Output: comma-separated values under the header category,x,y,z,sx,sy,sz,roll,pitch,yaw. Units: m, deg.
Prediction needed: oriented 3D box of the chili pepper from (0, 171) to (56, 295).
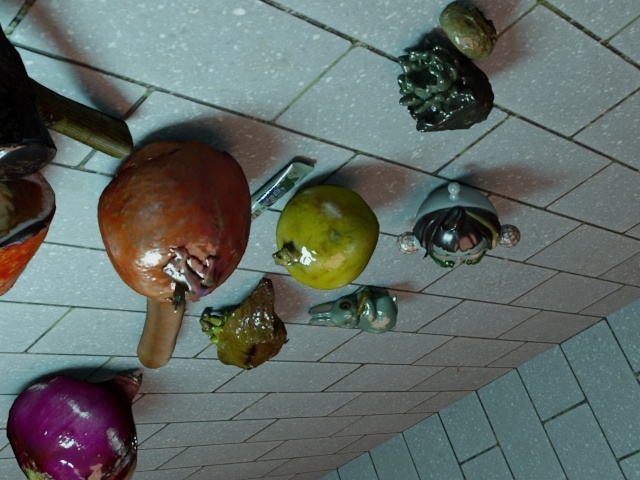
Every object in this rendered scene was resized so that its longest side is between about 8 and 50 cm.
category,x,y,z,sx,sy,sz,roll,pitch,yaw
chili pepper,-0.555,-0.004,1.307,0.251,0.229,0.305,-22,159,-39

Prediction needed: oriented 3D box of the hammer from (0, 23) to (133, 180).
category,x,y,z,sx,sy,sz,roll,pitch,yaw
hammer,-0.367,-0.172,1.171,0.095,0.242,0.409,-28,168,9

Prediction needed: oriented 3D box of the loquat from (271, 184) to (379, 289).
category,x,y,z,sx,sy,sz,roll,pitch,yaw
loquat,0.000,0.000,1.715,0.246,0.213,0.213,-26,164,-42

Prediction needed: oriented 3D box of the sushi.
category,x,y,z,sx,sy,sz,roll,pitch,yaw
sushi,-0.182,0.217,2.108,0.166,0.179,0.296,-30,161,-20

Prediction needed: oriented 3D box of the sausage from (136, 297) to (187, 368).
category,x,y,z,sx,sy,sz,roll,pitch,yaw
sausage,-0.362,0.181,1.961,0.094,0.094,0.419,-41,166,-31

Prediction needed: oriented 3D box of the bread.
category,x,y,z,sx,sy,sz,roll,pitch,yaw
bread,0.249,-0.340,1.405,0.060,0.082,0.113,-39,152,28

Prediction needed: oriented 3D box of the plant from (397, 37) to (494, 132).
category,x,y,z,sx,sy,sz,roll,pitch,yaw
plant,0.208,-0.258,1.476,0.132,0.129,0.194,-36,153,29

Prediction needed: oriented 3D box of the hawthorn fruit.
category,x,y,z,sx,sy,sz,roll,pitch,yaw
hawthorn fruit,-0.242,-0.005,1.452,0.276,0.308,0.276,-5,146,-4

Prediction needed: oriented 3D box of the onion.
category,x,y,z,sx,sy,sz,roll,pitch,yaw
onion,-0.580,0.459,2.155,0.385,0.347,0.348,-50,176,-39

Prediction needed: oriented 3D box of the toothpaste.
category,x,y,z,sx,sy,sz,roll,pitch,yaw
toothpaste,-0.109,-0.083,1.691,0.233,0.038,0.060,-38,151,27

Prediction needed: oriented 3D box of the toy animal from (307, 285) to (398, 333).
category,x,y,z,sx,sy,sz,roll,pitch,yaw
toy animal,0.096,0.199,2.296,0.236,0.138,0.108,-15,-172,-21

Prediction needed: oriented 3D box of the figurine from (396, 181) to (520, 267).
category,x,y,z,sx,sy,sz,roll,pitch,yaw
figurine,0.317,-0.019,1.995,0.281,0.167,0.370,-5,164,9
